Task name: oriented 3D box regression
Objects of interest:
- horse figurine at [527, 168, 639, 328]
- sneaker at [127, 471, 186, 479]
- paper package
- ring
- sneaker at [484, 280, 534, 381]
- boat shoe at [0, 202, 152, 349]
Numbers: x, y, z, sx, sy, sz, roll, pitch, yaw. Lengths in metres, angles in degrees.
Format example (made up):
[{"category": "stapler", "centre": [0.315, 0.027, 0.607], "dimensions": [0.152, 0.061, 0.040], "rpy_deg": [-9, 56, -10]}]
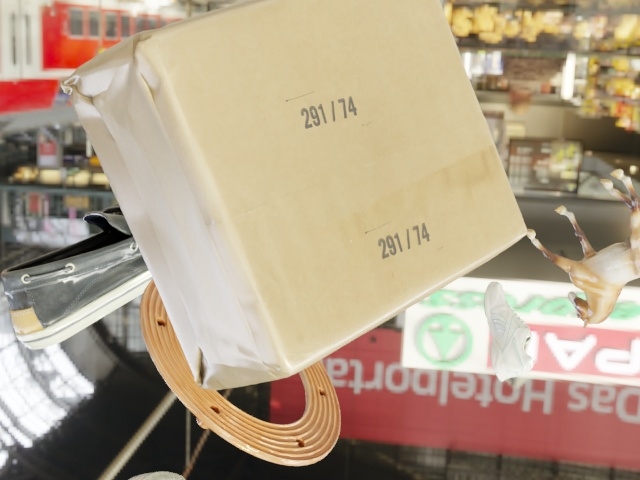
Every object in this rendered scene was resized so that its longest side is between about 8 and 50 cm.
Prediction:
[{"category": "horse figurine", "centre": [0.410, 0.006, 1.325], "dimensions": [0.066, 0.174, 0.263], "rpy_deg": [-27, 171, -47]}, {"category": "sneaker", "centre": [-0.174, 0.275, 0.713], "dimensions": [0.086, 0.085, 0.237], "rpy_deg": [-41, -172, 44]}, {"category": "paper package", "centre": [-0.012, -0.066, 0.874], "dimensions": [0.324, 0.310, 0.168], "rpy_deg": [-28, -170, -36]}, {"category": "ring", "centre": [-0.108, 0.169, 1.297], "dimensions": [0.336, 0.032, 0.337], "rpy_deg": [36, -157, -18]}, {"category": "sneaker", "centre": [0.271, 0.126, 1.362], "dimensions": [0.061, 0.152, 0.053], "rpy_deg": [-17, 147, 21]}, {"category": "boat shoe", "centre": [-0.344, 0.003, 1.705], "dimensions": [0.500, 0.156, 0.186], "rpy_deg": [-34, -163, -29]}]
